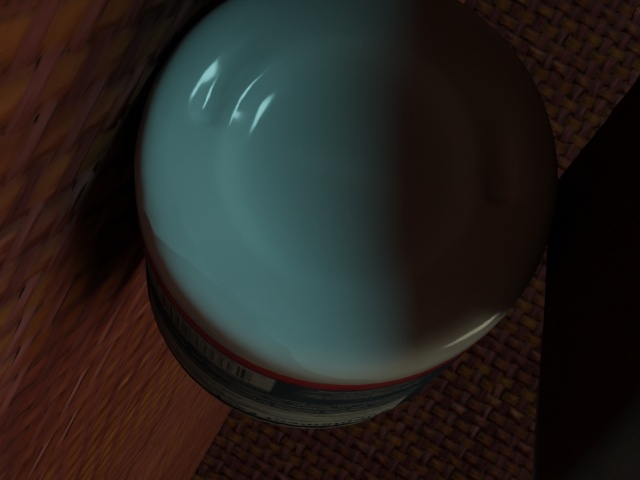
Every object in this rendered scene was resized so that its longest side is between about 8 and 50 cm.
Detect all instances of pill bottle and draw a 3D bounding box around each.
[{"bbox_3d":[0.000,0.000,0.469,0.108,0.108,0.180,-59,178,-13],"label":"pill bottle"}]

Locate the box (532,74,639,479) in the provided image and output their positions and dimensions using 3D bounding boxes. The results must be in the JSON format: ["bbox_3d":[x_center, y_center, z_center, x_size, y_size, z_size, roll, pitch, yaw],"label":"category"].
[{"bbox_3d":[0.217,-0.065,0.290,0.381,0.191,0.143,-57,-171,35],"label":"box"}]
